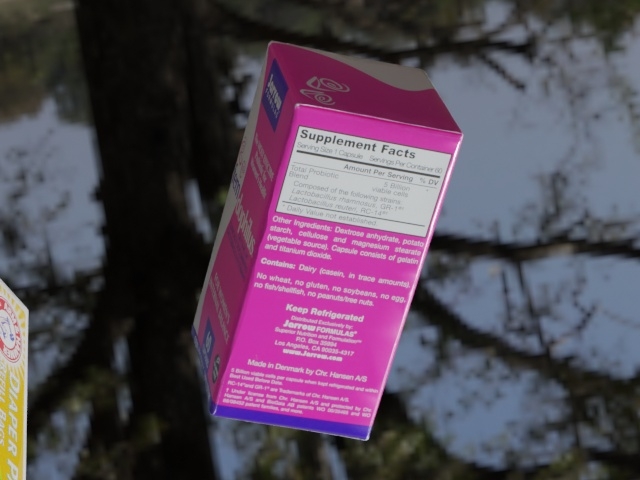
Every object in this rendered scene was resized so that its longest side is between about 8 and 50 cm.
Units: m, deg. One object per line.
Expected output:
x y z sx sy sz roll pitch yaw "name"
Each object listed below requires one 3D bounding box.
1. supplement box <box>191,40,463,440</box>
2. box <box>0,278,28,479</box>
0.000 0.000 1.178 0.114 0.220 0.111 11 -157 -16 "supplement box"
-0.226 0.102 0.988 0.103 0.203 0.114 -15 143 13 "box"
